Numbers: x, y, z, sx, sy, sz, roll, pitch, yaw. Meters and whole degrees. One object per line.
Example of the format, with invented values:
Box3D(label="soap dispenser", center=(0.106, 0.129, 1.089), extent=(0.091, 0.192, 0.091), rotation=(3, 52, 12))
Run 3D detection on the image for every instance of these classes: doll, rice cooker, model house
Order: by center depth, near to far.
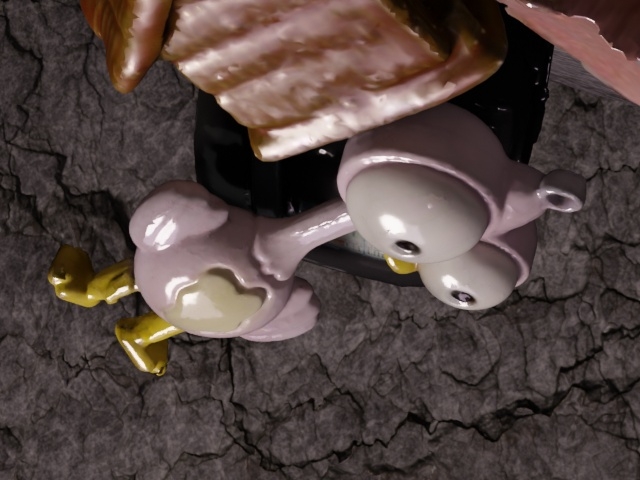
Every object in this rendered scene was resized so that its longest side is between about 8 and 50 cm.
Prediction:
Box3D(label="model house", center=(-0.041, -0.171, 1.026), extent=(0.219, 0.199, 0.229), rotation=(-26, 140, 23))
Box3D(label="doll", center=(0.000, -0.001, 1.150), extent=(0.365, 0.094, 0.160), rotation=(-12, 137, 34))
Box3D(label="rice cooker", center=(0.044, -0.102, 1.280), extent=(0.224, 0.267, 0.267), rotation=(14, -177, 10))

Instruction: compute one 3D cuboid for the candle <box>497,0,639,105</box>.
Box3D(label="candle", center=(0.164, -0.084, 0.634), extent=(0.287, 0.131, 0.317), rotation=(26, -170, -38))
